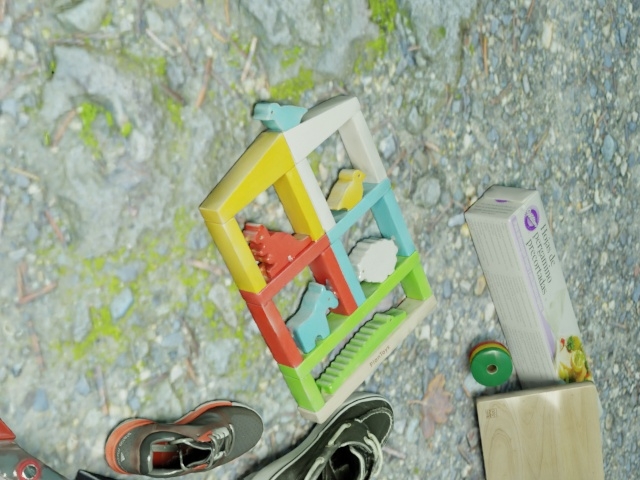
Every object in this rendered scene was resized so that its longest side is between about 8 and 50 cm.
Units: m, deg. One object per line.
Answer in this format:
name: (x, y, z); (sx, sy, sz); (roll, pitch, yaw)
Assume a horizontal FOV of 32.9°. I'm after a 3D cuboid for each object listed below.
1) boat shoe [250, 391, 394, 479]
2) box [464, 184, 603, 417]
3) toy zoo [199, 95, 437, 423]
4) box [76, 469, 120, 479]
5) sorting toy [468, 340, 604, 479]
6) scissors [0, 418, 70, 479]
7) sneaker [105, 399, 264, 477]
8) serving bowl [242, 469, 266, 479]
boat shoe: (0.021, 0.211, 1.023); (0.219, 0.070, 0.078); (-33, 113, -49)
box: (0.249, 0.090, 1.241); (0.063, 0.067, 0.324); (-41, 121, -32)
toy zoo: (0.000, 0.000, 1.015); (0.192, 0.030, 0.293); (-43, 123, -30)
box: (-0.142, 0.289, 0.884); (0.156, 0.093, 0.158); (29, 78, -42)
sorting toy: (0.248, 0.227, 1.235); (0.132, 0.046, 0.275); (-9, 112, 4)
scissors: (-0.227, 0.160, 0.759); (0.297, 0.021, 0.109); (53, 56, -16)
sneaker: (-0.102, 0.178, 0.923); (0.158, 0.065, 0.061); (-5, 100, -43)
serving bowl: (-0.059, 0.252, 0.997); (0.083, 0.027, 0.083); (4, 84, -52)
